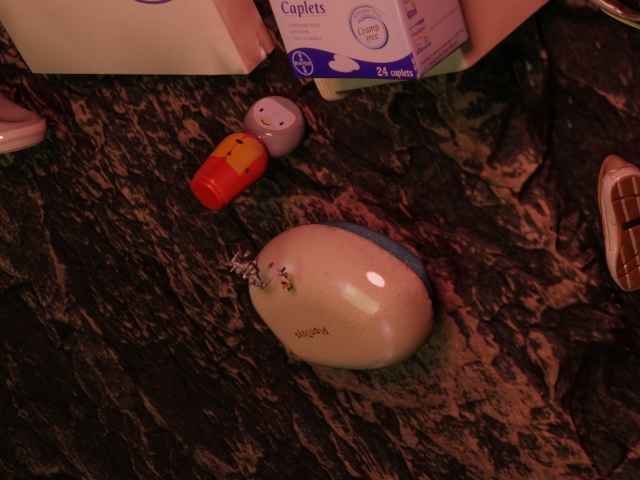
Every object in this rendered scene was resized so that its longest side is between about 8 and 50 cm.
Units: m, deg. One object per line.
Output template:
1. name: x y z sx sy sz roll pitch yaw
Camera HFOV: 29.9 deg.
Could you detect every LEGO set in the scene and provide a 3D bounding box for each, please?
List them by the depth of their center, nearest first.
1. LEGO set: -0.068 0.035 1.255 0.083 0.023 0.054 0 131 52

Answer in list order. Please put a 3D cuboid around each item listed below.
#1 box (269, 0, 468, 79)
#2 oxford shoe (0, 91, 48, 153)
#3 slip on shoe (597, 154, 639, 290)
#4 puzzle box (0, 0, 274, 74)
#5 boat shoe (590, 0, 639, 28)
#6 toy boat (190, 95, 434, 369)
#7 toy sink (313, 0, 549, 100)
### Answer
1. box: 0.025 -0.192 0.874 0.126 0.072 0.137 8 128 42
2. oxford shoe: -0.557 -0.222 1.673 0.449 0.169 0.130 24 118 32
3. slip on shoe: 0.271 -0.016 1.069 0.041 0.051 0.135 -110 -2 -54
4. puzzle box: -0.255 -0.307 1.321 0.409 0.052 0.272 8 135 43
5. boat shoe: 0.253 -0.196 0.872 0.305 0.091 0.109 38 144 15
6. toy boat: 0.000 0.000 1.305 0.318 0.148 0.267 53 150 -18
7. toy sink: 0.057 -0.212 1.015 0.234 0.153 0.131 -2 121 47
